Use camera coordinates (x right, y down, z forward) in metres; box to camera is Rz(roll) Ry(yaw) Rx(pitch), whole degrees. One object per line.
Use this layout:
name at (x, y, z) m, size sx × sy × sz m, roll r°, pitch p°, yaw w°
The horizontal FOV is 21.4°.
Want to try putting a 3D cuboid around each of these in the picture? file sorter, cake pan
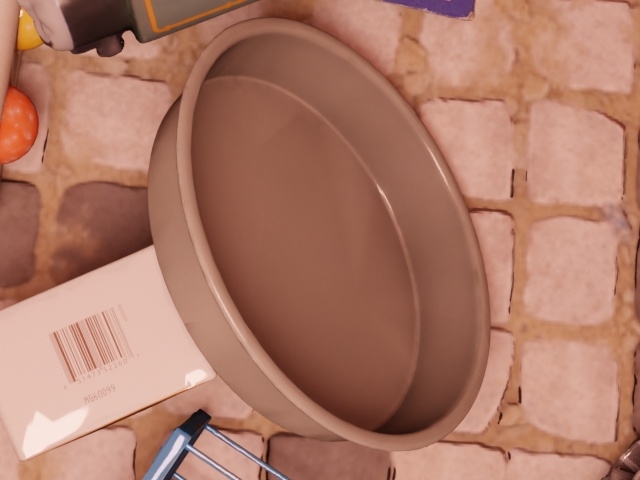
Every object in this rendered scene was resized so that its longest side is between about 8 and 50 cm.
file sorter at (-0.091, 0.212, 1.088) m, size 0.104 × 0.118 × 0.170 m, roll 35°, pitch 92°, yaw 3°
cake pan at (0.000, 0.000, 1.089) m, size 0.293 × 0.054 × 0.293 m, roll 29°, pitch 49°, yaw -39°

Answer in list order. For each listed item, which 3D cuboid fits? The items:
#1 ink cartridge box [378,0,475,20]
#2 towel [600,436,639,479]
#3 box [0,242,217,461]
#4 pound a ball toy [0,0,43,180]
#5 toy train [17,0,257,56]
ink cartridge box at (0.000, -0.343, 1.146) m, size 0.324 × 0.071 × 0.330 m, roll 8°, pitch 84°, yaw -25°
towel at (0.262, 0.288, 1.147) m, size 0.283 × 0.121 × 0.235 m, roll 42°, pitch 83°, yaw -3°
box at (-0.146, 0.074, 1.086) m, size 0.130 × 0.170 × 0.091 m, roll -24°, pitch 87°, yaw -8°
pound a ball toy at (-0.237, -0.139, 1.076) m, size 0.135 × 0.208 × 0.319 m, roll 9°, pitch 83°, yaw -6°
toy train at (-0.046, -0.230, 1.040) m, size 0.334 × 0.142 × 0.190 m, roll -23°, pitch 131°, yaw -11°
